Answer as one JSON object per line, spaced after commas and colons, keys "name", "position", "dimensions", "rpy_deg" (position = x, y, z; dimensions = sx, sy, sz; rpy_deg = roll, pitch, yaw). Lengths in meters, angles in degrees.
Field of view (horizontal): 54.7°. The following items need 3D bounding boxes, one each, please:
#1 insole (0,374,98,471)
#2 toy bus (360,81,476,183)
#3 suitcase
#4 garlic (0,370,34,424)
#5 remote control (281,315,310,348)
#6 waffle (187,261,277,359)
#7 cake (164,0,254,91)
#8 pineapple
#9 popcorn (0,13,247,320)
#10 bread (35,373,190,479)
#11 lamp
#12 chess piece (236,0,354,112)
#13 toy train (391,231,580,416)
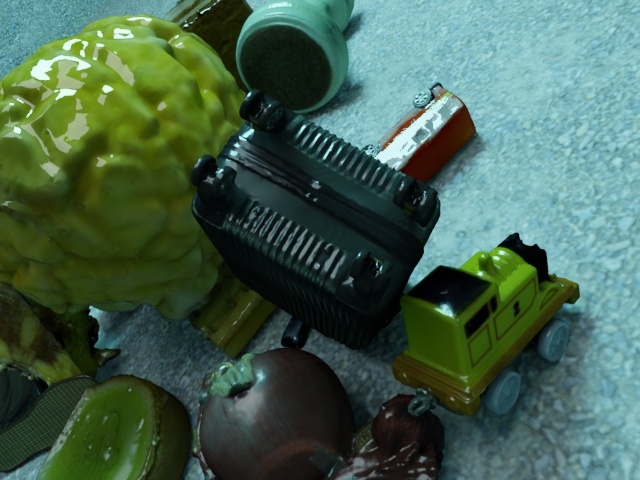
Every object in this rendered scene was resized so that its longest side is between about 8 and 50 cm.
{"name": "insole", "position": [-0.409, 0.275, 0.909], "dimensions": [0.253, 0.086, 0.005], "rpy_deg": [-34, 4, 18]}
{"name": "toy bus", "position": [0.125, -0.120, 0.821], "dimensions": [0.174, 0.079, 0.077], "rpy_deg": [-44, 47, -3]}
{"name": "suitcase", "position": [0.000, 0.000, 0.604], "dimensions": [0.202, 0.312, 0.128], "rpy_deg": [30, 75, 10]}
{"name": "garlic", "position": [-0.566, 0.245, 0.984], "dimensions": [0.227, 0.152, 0.228], "rpy_deg": [-20, 8, 3]}
{"name": "remote control", "position": [-0.022, 0.093, 0.790], "dimensions": [0.039, 0.014, 0.096], "rpy_deg": [-2, 52, 41]}
{"name": "waffle", "position": [-0.120, 0.032, 0.903], "dimensions": [0.221, 0.055, 0.247], "rpy_deg": [-50, 37, -11]}
{"name": "cake", "position": [-0.228, -0.454, 1.353], "dimensions": [0.198, 0.196, 0.293], "rpy_deg": [-36, 39, 10]}
{"name": "pineapple", "position": [-0.449, 0.108, 0.940], "dimensions": [0.158, 0.335, 0.161], "rpy_deg": [-37, 16, 11]}
{"name": "popcorn", "position": [-0.253, -0.086, 0.795], "dimensions": [0.344, 0.354, 0.390], "rpy_deg": [32, 109, 16]}
{"name": "bread", "position": [-0.265, 0.280, 0.776], "dimensions": [0.236, 0.070, 0.236], "rpy_deg": [-24, 42, 24]}
{"name": "lamp", "position": [-0.015, 0.186, 0.604], "dimensions": [0.215, 0.151, 0.223], "rpy_deg": [-46, 80, 4]}
{"name": "chess piece", "position": [-0.022, -0.387, 1.137], "dimensions": [0.194, 0.195, 0.299], "rpy_deg": [-16, 35, 30]}
{"name": "toy train", "position": [0.148, 0.068, 0.552], "dimensions": [0.219, 0.127, 0.089], "rpy_deg": [-35, 34, -28]}
